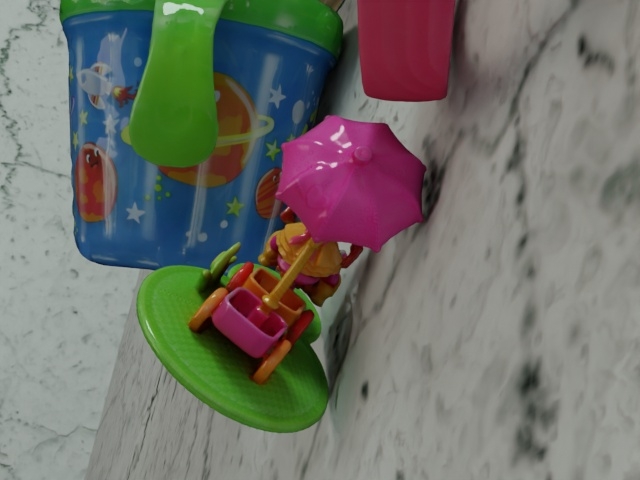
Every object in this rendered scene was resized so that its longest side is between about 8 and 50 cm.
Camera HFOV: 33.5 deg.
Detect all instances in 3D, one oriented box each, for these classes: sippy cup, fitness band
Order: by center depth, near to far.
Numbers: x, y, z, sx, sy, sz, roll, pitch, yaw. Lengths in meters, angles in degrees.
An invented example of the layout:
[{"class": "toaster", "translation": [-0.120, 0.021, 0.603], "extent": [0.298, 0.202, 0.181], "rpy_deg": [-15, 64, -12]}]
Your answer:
[{"class": "fitness band", "translation": [0.048, -0.195, 0.496], "extent": [0.291, 0.054, 0.209], "rpy_deg": [83, -170, -58]}, {"class": "sippy cup", "translation": [-0.107, -0.084, 0.878], "extent": [0.240, 0.305, 0.224], "rpy_deg": [6, 89, 32]}]

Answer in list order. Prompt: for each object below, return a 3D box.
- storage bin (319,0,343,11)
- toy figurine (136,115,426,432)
[{"class": "storage bin", "translation": [-0.076, -0.319, 0.907], "extent": [0.260, 0.262, 0.123], "rpy_deg": [136, 149, -64]}, {"class": "toy figurine", "translation": [0.000, 0.000, 0.609], "extent": [0.159, 0.130, 0.173], "rpy_deg": [-52, -4, 22]}]
